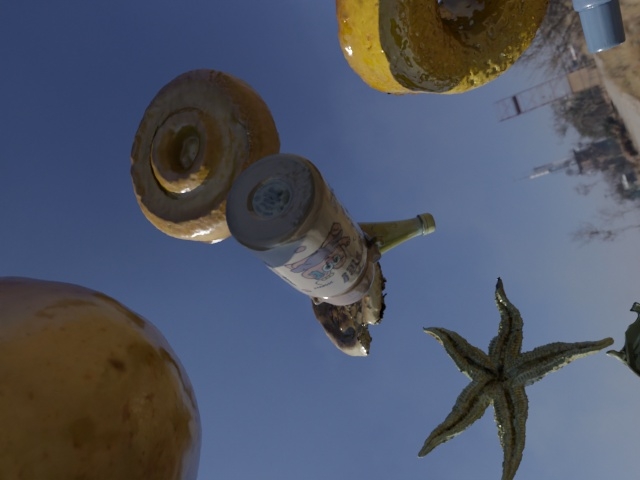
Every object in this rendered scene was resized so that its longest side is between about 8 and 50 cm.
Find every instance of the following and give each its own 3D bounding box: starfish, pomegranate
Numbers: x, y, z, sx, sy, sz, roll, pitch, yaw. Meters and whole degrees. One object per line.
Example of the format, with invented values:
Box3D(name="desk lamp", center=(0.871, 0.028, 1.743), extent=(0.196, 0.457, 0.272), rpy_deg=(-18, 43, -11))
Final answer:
Box3D(name="starfish", center=(0.295, 0.240, 0.920), extent=(0.078, 0.358, 0.347), rpy_deg=(46, -179, -33))
Box3D(name="pomegranate", center=(-0.253, 0.202, 0.419), extent=(0.342, 0.342, 0.342), rpy_deg=(30, -128, -47))

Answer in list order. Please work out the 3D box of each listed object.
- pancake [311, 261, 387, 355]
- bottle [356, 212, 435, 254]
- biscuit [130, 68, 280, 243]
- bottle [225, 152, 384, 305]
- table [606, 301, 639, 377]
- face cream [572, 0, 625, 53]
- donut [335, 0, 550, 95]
Box3D(name="pancake", center=(0.065, 0.125, 1.390), extent=(0.071, 0.382, 0.382), rpy_deg=(-4, -104, -23))
Box3D(name="bottle", center=(0.077, 0.004, 0.936), extent=(0.083, 0.269, 0.083), rpy_deg=(164, 90, -85))
Box3D(name="biscuit", center=(-0.207, -0.143, 0.879), extent=(0.102, 0.296, 0.296), rpy_deg=(5, -109, -61))
Box3D(name="bottle", center=(0.000, 0.000, 0.536), extent=(0.097, 0.110, 0.209), rpy_deg=(57, -174, 32))
Box3D(name="table", center=(0.327, 0.106, 0.474), extent=(0.083, 0.062, 0.079), rpy_deg=(19, -169, -17))
Box3D(name="face cream", center=(0.519, -0.566, 1.019), extent=(0.135, 0.086, 0.385), rpy_deg=(-33, -71, -42))
Box3D(name="donut", center=(0.144, -0.287, 0.565), extent=(0.277, 0.277, 0.108), rpy_deg=(43, 179, -37))
